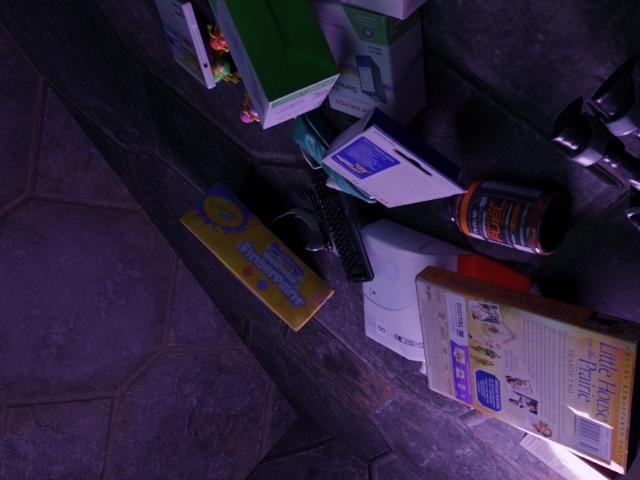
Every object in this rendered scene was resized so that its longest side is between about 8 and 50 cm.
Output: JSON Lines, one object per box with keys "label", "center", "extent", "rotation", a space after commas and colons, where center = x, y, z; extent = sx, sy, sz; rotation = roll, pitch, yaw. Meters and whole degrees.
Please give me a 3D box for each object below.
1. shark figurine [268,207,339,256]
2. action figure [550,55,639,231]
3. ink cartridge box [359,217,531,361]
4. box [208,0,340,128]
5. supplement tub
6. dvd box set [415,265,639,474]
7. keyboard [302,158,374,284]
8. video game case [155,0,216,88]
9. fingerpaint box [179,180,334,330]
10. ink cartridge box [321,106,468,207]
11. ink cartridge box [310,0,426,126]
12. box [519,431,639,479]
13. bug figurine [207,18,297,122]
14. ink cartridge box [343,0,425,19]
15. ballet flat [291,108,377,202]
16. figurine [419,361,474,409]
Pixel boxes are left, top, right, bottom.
{"label": "shark figurine", "center": [-0.018, -0.022, 1.546], "extent": [0.278, 0.116, 0.166], "rotation": [34, 153, 20]}
{"label": "action figure", "center": [0.433, -0.081, 0.740], "extent": [0.285, 0.099, 0.185], "rotation": [44, 150, -6]}
{"label": "ink cartridge box", "center": [0.255, 0.152, 1.302], "extent": [0.385, 0.091, 0.308], "rotation": [26, 133, 41]}
{"label": "box", "center": [-0.085, -0.342, 0.967], "extent": [0.231, 0.127, 0.262], "rotation": [-169, 55, -82]}
{"label": "supplement tub", "center": [0.300, -0.046, 0.989], "extent": [0.198, 0.106, 0.106], "rotation": [18, 145, 46]}
{"label": "dvd box set", "center": [0.383, 0.232, 1.132], "extent": [0.420, 0.062, 0.307], "rotation": [15, 128, 42]}
{"label": "keyboard", "center": [0.026, -0.047, 1.389], "extent": [0.201, 0.033, 0.317], "rotation": [-17, 92, 68]}
{"label": "video game case", "center": [-0.311, -0.465, 1.332], "extent": [0.212, 0.023, 0.193], "rotation": [44, 155, 43]}
{"label": "fingerpaint box", "center": [-0.177, 0.067, 1.765], "extent": [0.445, 0.163, 0.371], "rotation": [43, 173, 4]}
{"label": "ink cartridge box", "center": [0.121, -0.137, 1.029], "extent": [0.176, 0.069, 0.371], "rotation": [34, 175, -10]}
{"label": "ink cartridge box", "center": [0.080, -0.301, 0.956], "extent": [0.154, 0.093, 0.212], "rotation": [29, 154, 32]}
{"label": "box", "center": [0.584, 0.455, 1.305], "extent": [0.232, 0.127, 0.148], "rotation": [35, 154, 22]}
{"label": "bug figurine", "center": [-0.167, -0.350, 1.304], "extent": [0.279, 0.072, 0.216], "rotation": [50, 156, -11]}
{"label": "ink cartridge box", "center": [0.067, -0.383, 0.815], "extent": [0.198, 0.115, 0.067], "rotation": [32, 153, 31]}
{"label": "ballet flat", "center": [0.027, -0.166, 1.261], "extent": [0.247, 0.083, 0.087], "rotation": [50, 135, 2]}
{"label": "figurine", "center": [0.344, 0.304, 1.497], "extent": [0.215, 0.092, 0.209], "rotation": [34, 155, 26]}
